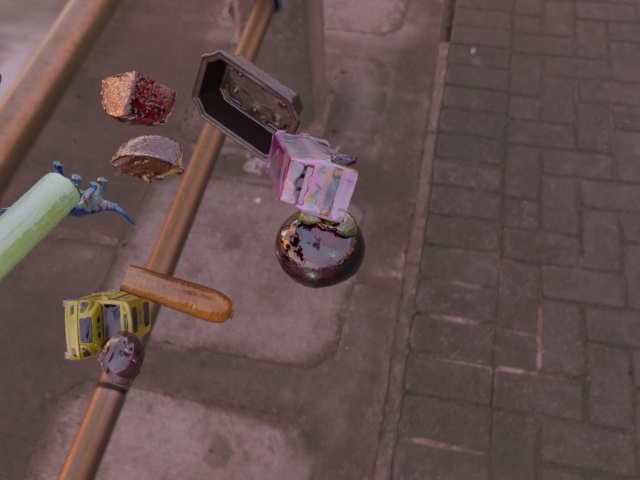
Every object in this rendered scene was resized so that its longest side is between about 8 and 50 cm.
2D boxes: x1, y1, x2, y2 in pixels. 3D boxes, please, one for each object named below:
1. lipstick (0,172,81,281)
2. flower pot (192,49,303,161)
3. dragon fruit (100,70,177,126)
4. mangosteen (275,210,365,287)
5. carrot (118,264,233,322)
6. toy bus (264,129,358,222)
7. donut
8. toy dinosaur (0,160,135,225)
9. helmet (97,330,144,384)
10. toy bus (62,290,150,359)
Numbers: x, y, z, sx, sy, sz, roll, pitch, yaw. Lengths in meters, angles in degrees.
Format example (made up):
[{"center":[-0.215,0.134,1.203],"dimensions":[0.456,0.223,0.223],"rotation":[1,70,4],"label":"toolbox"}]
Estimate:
[{"center":[-0.501,0.003,0.984],"dimensions":[0.076,0.076,0.304],"rotation":[17,47,13],"label":"lipstick"},{"center":[-0.144,-0.297,1.318],"dimensions":[0.251,0.179,0.084],"rotation":[35,45,6],"label":"flower pot"},{"center":[-0.422,-0.307,1.394],"dimensions":[0.161,0.120,0.127],"rotation":[7,76,37],"label":"dragon fruit"},{"center":[-0.006,0.005,1.463],"dimensions":[0.216,0.216,0.216],"rotation":[-1,57,2],"label":"mangosteen"},{"center":[-0.274,0.108,1.204],"dimensions":[0.225,0.067,0.067],"rotation":[20,55,-17],"label":"carrot"},{"center":[-0.019,-0.113,0.977],"dimensions":[0.112,0.090,0.274],"rotation":[13,15,-14],"label":"toy bus"},{"center":[-0.507,-0.254,1.842],"dimensions":[0.186,0.144,0.126],"rotation":[-19,49,30],"label":"donut"},{"center":[-0.603,-0.112,1.532],"dimensions":[0.329,0.144,0.076],"rotation":[4,25,-40],"label":"toy dinosaur"},{"center":[-0.418,0.243,1.319],"dimensions":[0.070,0.098,0.123],"rotation":[-47,32,7],"label":"helmet"},{"center":[-0.528,0.200,1.544],"dimensions":[0.151,0.331,0.145],"rotation":[-2,90,-3],"label":"toy bus"}]
